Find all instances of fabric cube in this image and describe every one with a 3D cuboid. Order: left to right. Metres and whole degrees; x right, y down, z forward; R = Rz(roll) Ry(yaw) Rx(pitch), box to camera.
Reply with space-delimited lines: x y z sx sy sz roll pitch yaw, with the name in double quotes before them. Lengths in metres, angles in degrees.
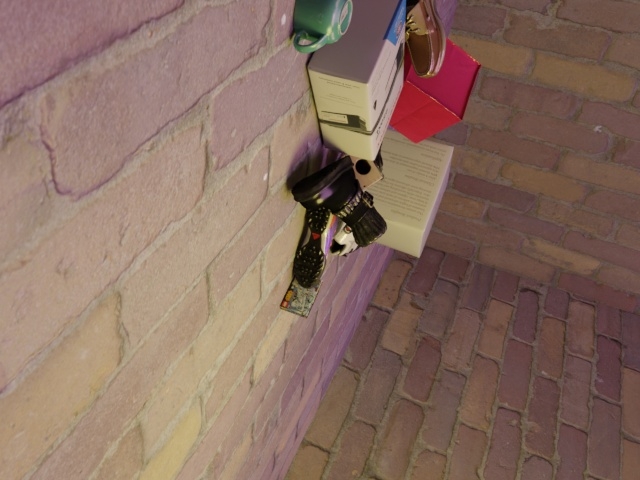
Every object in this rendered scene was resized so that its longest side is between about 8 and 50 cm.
"fabric cube" 0.360 -0.540 2.073 0.258 0.259 0.254 -20 -137 61

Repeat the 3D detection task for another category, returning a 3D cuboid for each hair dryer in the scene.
"hair dryer" 0.176 -0.339 2.087 0.293 0.080 0.224 -91 -178 -75

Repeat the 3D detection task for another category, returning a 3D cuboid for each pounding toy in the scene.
"pounding toy" 0.096 -0.255 1.860 0.094 0.206 0.181 -33 -178 -11

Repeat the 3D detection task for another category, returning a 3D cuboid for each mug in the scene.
"mug" 0.008 -0.483 1.285 0.129 0.097 0.158 -39 145 -67

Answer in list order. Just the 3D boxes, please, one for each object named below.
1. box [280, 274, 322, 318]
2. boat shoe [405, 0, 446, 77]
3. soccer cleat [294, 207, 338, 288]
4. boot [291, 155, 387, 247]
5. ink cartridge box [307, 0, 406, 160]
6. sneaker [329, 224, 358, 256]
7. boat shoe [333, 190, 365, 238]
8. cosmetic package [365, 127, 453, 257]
"box" -0.061 0.174 1.903 0.027 0.093 0.137 84 28 -61
"boat shoe" 0.257 -0.609 1.624 0.116 0.123 0.325 -12 94 -37
"soccer cleat" 0.000 0.000 1.863 0.116 0.108 0.319 -16 121 -59
"boot" 0.069 -0.088 1.682 0.260 0.131 0.348 64 30 -9
"ink cartridge box" 0.112 -0.442 1.607 0.395 0.166 0.286 72 39 -69
"sneaker" 0.074 -0.001 2.205 0.146 0.122 0.330 -43 169 -13
"boat shoe" 0.082 -0.151 2.015 0.103 0.118 0.321 29 84 -83
"cosmetic package" 0.334 -0.200 2.481 0.327 0.329 0.394 72 39 -69
